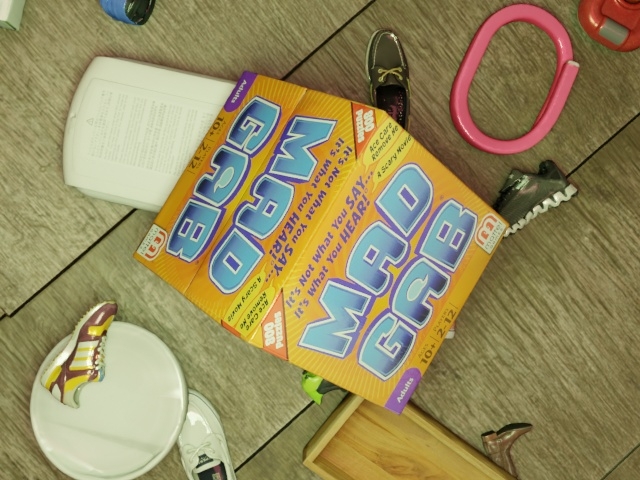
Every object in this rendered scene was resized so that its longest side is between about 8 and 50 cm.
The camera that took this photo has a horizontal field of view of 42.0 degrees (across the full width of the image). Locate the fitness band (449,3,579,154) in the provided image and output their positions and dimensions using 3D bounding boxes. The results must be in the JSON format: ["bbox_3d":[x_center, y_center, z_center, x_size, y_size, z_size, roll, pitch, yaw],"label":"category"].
[{"bbox_3d":[0.365,-0.302,1.582,0.208,0.054,0.291,24,88,-7],"label":"fitness band"}]

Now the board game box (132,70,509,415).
[{"bbox_3d":[0.000,0.000,1.327,0.356,0.356,0.356,33,86,-42],"label":"board game box"}]

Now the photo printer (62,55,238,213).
[{"bbox_3d":[-0.293,-0.179,1.460,0.307,0.107,0.256,12,89,5],"label":"photo printer"}]

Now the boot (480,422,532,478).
[{"bbox_3d":[0.372,0.419,1.623,0.106,0.037,0.114,-15,93,2],"label":"boot"}]

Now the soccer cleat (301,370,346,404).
[{"bbox_3d":[0.048,0.238,1.570,0.178,0.060,0.072,-34,106,2],"label":"soccer cleat"}]

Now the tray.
[{"bbox_3d":[0.190,0.446,1.570,0.410,0.076,0.203,37,99,-6],"label":"tray"}]

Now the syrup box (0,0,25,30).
[{"bbox_3d":[-0.639,-0.438,1.435,0.236,0.093,0.096,12,91,-7],"label":"syrup box"}]

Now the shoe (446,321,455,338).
[{"bbox_3d":[0.172,0.138,1.576,0.177,0.063,0.081,5,91,-12],"label":"shoe"}]

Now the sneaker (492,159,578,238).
[{"bbox_3d":[0.368,-0.077,1.583,0.234,0.078,0.106,-30,93,-8],"label":"sneaker"}]

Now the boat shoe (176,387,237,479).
[{"bbox_3d":[-0.207,0.395,1.528,0.095,0.084,0.258,-26,95,-5],"label":"boat shoe"}]

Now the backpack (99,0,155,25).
[{"bbox_3d":[-0.339,-0.444,1.472,0.101,0.098,0.120,16,91,22],"label":"backpack"}]

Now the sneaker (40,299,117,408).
[{"bbox_3d":[-0.377,0.188,1.378,0.083,0.069,0.186,36,94,11],"label":"sneaker"}]

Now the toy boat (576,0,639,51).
[{"bbox_3d":[0.591,-0.474,1.551,0.150,0.151,0.231,27,89,-8],"label":"toy boat"}]

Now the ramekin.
[{"bbox_3d":[-0.354,0.281,1.459,0.272,0.127,0.273,-1,80,4],"label":"ramekin"}]

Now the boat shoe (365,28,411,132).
[{"bbox_3d":[0.131,-0.282,1.546,0.081,0.068,0.228,-5,93,-7],"label":"boat shoe"}]
